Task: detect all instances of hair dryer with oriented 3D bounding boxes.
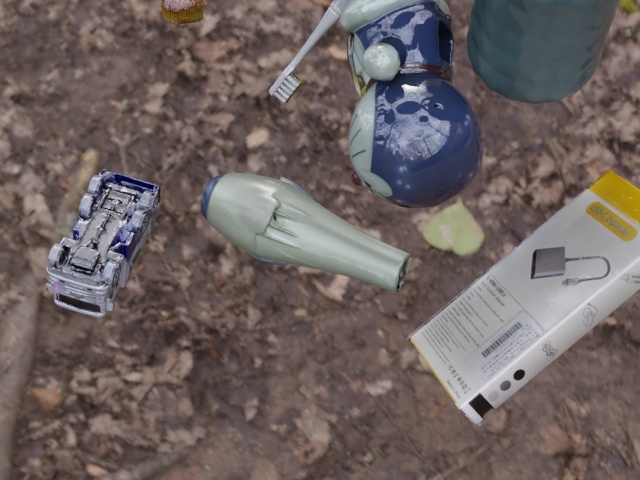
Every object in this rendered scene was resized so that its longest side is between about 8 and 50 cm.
[{"bbox_3d":[0.016,0.007,1.455,0.296,0.298,0.119,23,90,38],"label":"hair dryer"}]

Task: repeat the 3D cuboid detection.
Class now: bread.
[{"bbox_3d":[-0.269,-0.457,2.020,0.085,0.053,0.085,2,34,-2],"label":"bread"}]

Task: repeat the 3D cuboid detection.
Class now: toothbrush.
[{"bbox_3d":[0.038,-0.293,1.254,0.030,0.025,0.342,43,121,4],"label":"toothbrush"}]

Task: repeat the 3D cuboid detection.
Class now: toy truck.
[{"bbox_3d":[-0.378,0.015,1.826,0.124,0.155,0.268,17,47,2],"label":"toy truck"}]

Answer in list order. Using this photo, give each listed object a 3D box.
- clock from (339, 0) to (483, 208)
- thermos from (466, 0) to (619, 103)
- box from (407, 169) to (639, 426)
[{"bbox_3d":[0.096,-0.155,1.145,0.147,0.199,0.243,-12,73,16],"label":"clock"},{"bbox_3d":[0.209,-0.267,1.005,0.182,0.286,0.145,13,66,10],"label":"thermos"},{"bbox_3d":[0.199,0.047,0.927,0.247,0.033,0.129,-40,28,4],"label":"box"}]
